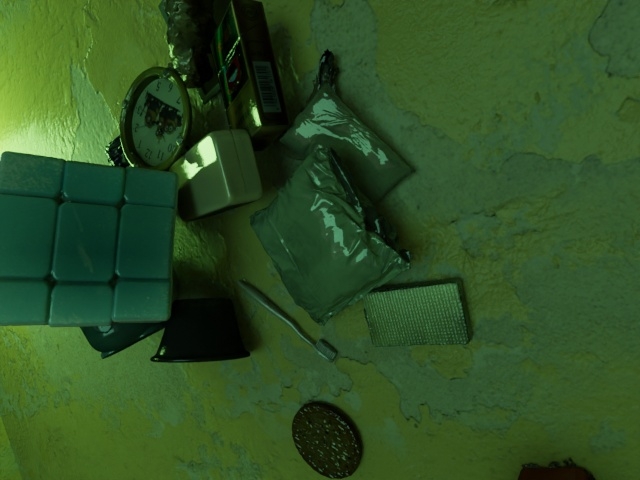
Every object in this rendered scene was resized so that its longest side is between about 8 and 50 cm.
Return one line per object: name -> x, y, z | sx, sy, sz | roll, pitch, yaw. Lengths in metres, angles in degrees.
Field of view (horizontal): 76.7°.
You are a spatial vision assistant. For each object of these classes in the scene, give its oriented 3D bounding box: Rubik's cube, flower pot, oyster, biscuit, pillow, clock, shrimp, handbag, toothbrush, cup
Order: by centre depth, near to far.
pillow -> 0.046, -0.164, 0.764 | 0.229, 0.050, 0.148 | 43, 129, -4
pillow -> 0.000, 0.000, 0.779 | 0.284, 0.138, 0.310 | 52, 135, 3
biscuit -> 0.180, 0.141, 0.780 | 0.199, 0.040, 0.122 | -10, 98, 34
shrimp -> -0.038, -0.276, 0.816 | 0.152, 0.046, 0.220 | 26, 114, 20
oyster -> -0.268, -0.428, 0.860 | 0.107, 0.162, 0.233 | 32, 124, 4
Rubik's cube -> -0.493, 0.024, 0.892 | 0.318, 0.315, 0.323 | 156, 117, -64
clock -> -0.356, -0.260, 0.898 | 0.236, 0.057, 0.238 | 1, 91, 30
toothbrush -> -0.085, 0.180, 0.957 | 0.307, 0.025, 0.030 | 35, 108, 19
biscuit -> 0.014, 0.473, 0.961 | 0.187, 0.027, 0.188 | 6, 103, 29
flower pot -> -0.291, 0.217, 0.995 | 0.235, 0.235, 0.149 | -10, 77, 32
handbag -> -0.448, -0.220, 1.035 | 0.260, 0.113, 0.162 | -26, 82, 28
cup -> -0.540, 0.152, 1.130 | 0.289, 0.219, 0.258 | -28, 86, 0

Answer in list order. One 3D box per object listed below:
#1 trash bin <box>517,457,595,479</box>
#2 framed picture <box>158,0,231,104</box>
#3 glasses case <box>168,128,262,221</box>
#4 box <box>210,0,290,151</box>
trash bin -> 0.362, 0.463, 0.625 | 0.161, 0.238, 0.185 | -24, 90, 35
framed picture -> -0.252, -0.484, 0.915 | 0.217, 0.017, 0.275 | -26, 87, 33
glasses case -> -0.240, -0.128, 0.878 | 0.336, 0.076, 0.144 | -5, 100, 56
box -> -0.143, -0.312, 0.797 | 0.159, 0.071, 0.241 | -17, 87, 62
